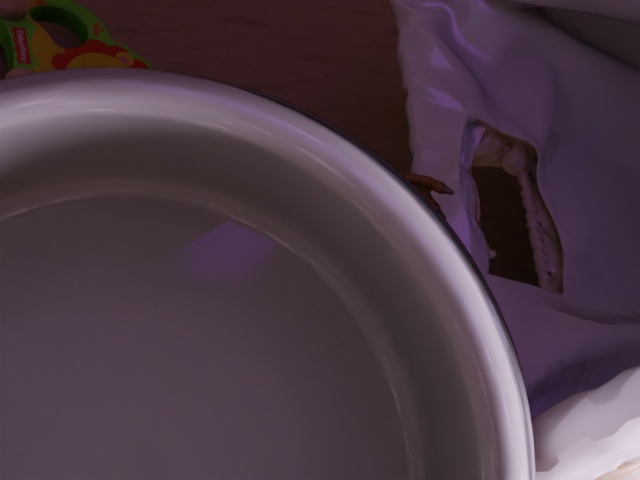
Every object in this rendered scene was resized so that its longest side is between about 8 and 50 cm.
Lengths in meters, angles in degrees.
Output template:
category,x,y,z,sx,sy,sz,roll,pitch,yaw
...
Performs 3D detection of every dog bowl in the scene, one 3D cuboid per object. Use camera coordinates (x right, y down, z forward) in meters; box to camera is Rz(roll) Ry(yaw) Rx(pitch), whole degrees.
category,x,y,z,sx,sy,sz,roll,pitch,yaw
dog bowl,-0.080,0.093,0.634,0.349,0.102,0.349,0,82,-3

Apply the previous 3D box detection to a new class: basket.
category,x,y,z,sx,sy,sz,roll,pitch,yaw
basket,0.245,-0.056,0.791,0.266,0.331,0.328,20,48,-34

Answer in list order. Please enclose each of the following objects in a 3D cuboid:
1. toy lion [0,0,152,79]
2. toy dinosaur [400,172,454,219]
category,x,y,z,sx,sy,sz,roll,pitch,yaw
toy lion,-0.132,-0.090,0.898,0.096,0.034,0.100,3,55,-28
toy dinosaur,0.000,0.000,0.741,0.112,0.064,0.211,-19,66,-42
